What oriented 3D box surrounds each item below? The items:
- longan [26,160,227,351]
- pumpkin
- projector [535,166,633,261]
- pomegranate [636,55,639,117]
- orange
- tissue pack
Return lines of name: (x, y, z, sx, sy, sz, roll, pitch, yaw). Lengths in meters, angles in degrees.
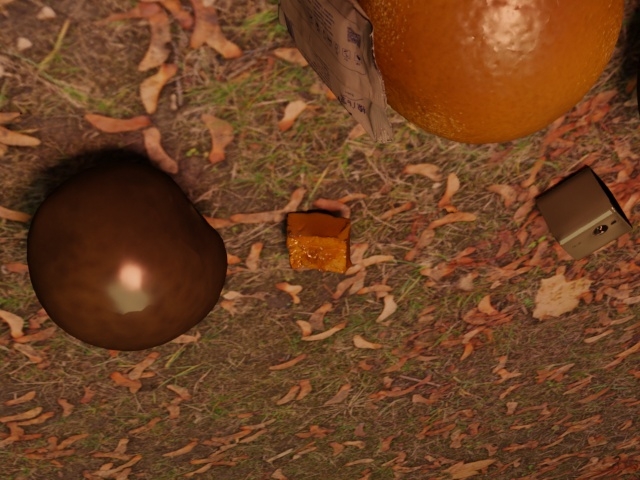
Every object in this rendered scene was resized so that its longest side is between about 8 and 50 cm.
longan: (-0.201, 0.022, 0.816, 0.198, 0.198, 0.212, -17, 142, 2)
pumpkin: (0.000, 0.000, 0.968, 0.083, 0.054, 0.074, 7, 139, 6)
projector: (0.342, -0.034, 1.021, 0.082, 0.083, 0.083, -35, 139, 23)
pomegranate: (0.476, -0.132, 0.751, 0.291, 0.323, 0.290, -17, 147, -12)
orange: (0.130, -0.190, 0.636, 0.236, 0.236, 0.236, -10, 142, -8)
tissue pack: (0.002, -0.172, 0.636, 0.026, 0.193, 0.122, -25, 145, -12)
